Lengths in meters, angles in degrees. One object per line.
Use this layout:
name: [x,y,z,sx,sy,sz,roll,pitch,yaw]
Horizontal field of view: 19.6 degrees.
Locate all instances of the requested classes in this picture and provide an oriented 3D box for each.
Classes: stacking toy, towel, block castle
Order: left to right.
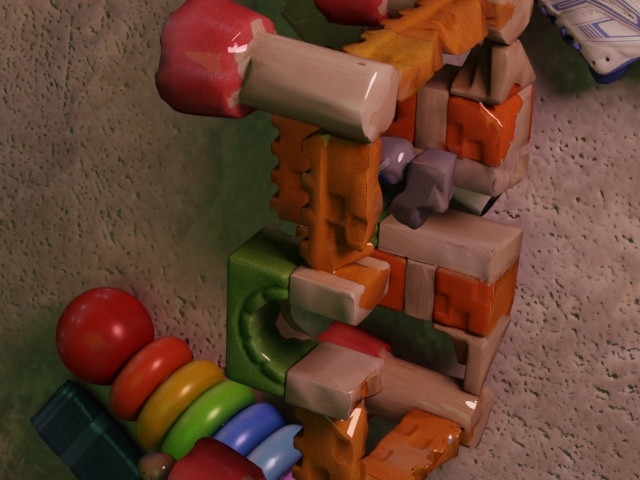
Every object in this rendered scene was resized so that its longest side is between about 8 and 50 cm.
towel: [-0.214,0.191,1.737,0.119,0.029,0.067,47,113,7]
stacking toy: [-0.109,0.167,1.646,0.330,0.141,0.141,39,112,15]
block castle: [0.000,0.000,1.422,0.213,0.303,0.453,17,122,26]

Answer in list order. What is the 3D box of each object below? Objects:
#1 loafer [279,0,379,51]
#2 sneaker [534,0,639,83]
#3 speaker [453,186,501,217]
loafer: [0.031,-0.272,1.509,0.092,0.102,0.268,21,108,10]
sneaker: [0.209,-0.191,1.452,0.296,0.112,0.131,19,107,17]
speaker: [0.098,-0.079,1.548,0.136,0.055,0.055,37,111,10]
